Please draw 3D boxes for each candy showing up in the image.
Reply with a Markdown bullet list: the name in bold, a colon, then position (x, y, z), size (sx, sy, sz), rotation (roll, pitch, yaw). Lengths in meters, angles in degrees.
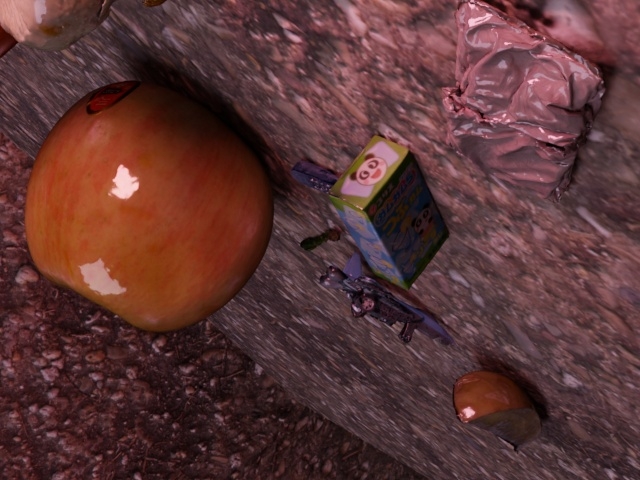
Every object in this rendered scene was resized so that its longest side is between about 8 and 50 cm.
- **candy**: position (0.086, -0.029, 1.129), size (0.062, 0.097, 0.194), rotation (29, 164, 36)

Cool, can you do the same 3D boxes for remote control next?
- **remote control**: position (0.021, -0.077, 1.290), size (0.153, 0.027, 0.043), rotation (27, 156, 33)

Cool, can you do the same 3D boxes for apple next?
- **apple**: position (-0.267, -0.044, 1.457), size (0.391, 0.346, 0.391), rotation (31, 167, 8)

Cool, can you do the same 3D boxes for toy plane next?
- **toy plane**: position (0.113, 0.115, 1.545), size (0.246, 0.078, 0.169), rotation (38, 165, 0)

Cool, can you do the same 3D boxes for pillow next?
- **pillow**: position (0.166, -0.106, 0.803), size (0.135, 0.049, 0.248), rotation (30, 167, 15)

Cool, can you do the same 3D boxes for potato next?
- **potato**: position (0.313, 0.269, 1.576), size (0.261, 0.100, 0.120), rotation (34, -147, -51)

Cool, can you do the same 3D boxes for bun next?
- **bun**: position (-0.288, -0.325, 0.996), size (0.239, 0.141, 0.239), rotation (35, 137, 42)

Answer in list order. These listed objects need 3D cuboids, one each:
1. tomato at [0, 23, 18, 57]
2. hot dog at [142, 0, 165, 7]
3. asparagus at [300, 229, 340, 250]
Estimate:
- **tomato**: position (-0.502, -0.368, 1.179), size (0.325, 0.293, 0.290), rotation (36, -179, -12)
- **hot dog**: position (-0.188, -0.308, 1.042), size (0.071, 0.045, 0.165), rotation (43, 165, -14)
- **asparagus**: position (0.000, 0.000, 1.584), size (0.233, 0.022, 0.023), rotation (161, 103, -76)
